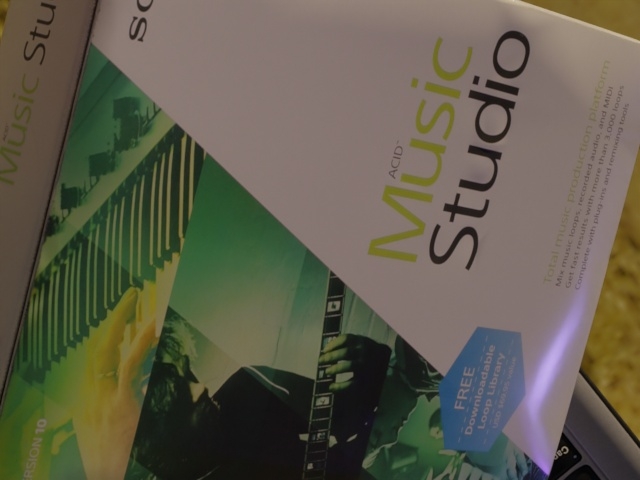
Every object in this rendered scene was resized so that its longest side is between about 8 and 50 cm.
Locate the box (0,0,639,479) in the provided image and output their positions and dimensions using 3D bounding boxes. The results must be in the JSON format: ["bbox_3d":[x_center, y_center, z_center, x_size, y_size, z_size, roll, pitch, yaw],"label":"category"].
[{"bbox_3d":[0.000,0.000,0.784,0.322,0.058,0.232,9,97,-44],"label":"box"}]

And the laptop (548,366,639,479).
[{"bbox_3d":[0.030,0.238,0.881,0.408,0.382,0.236,51,-1,-9],"label":"laptop"}]
